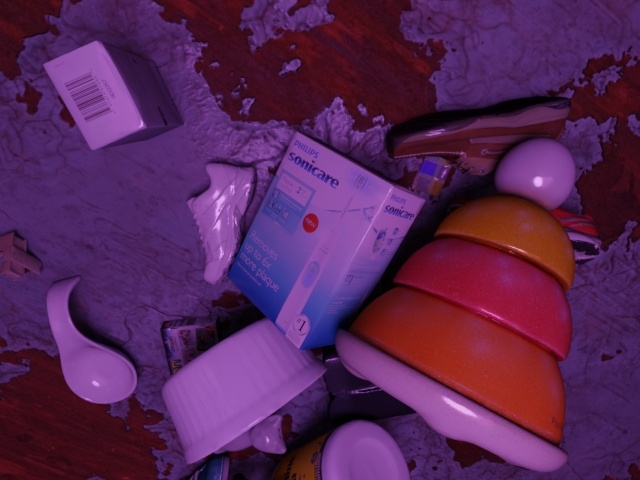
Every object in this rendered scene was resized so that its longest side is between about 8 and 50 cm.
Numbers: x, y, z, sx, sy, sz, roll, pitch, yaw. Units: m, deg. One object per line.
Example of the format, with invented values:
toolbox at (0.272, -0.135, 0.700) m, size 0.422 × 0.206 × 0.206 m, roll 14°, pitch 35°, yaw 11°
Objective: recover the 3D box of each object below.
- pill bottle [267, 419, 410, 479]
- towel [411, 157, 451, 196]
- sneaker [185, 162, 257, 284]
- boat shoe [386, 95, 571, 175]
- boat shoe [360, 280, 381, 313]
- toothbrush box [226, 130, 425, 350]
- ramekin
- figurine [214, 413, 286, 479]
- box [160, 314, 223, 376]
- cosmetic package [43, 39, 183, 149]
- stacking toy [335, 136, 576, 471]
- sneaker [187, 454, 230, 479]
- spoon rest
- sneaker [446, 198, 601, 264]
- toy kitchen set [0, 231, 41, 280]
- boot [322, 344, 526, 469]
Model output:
pill bottle at (0.010, 0.509, 0.854) m, size 0.188 × 0.187 × 0.334 m, roll 30°, pitch 130°, yaw -13°
towel at (0.218, -0.129, 0.806) m, size 0.060 × 0.009 × 0.083 m, roll 20°, pitch 105°, yaw -10°
sneaker at (-0.194, -0.035, 0.772) m, size 0.115 × 0.090 × 0.232 m, roll 15°, pitch 97°, yaw -2°
boat shoe at (0.284, -0.172, 0.742) m, size 0.324 × 0.122 × 0.119 m, roll -10°, pitch 114°, yaw -1°
boat shoe at (0.071, 0.086, 0.804) m, size 0.079 × 0.095 × 0.254 m, roll -4°, pitch 83°, yaw -19°
toothbrush box at (0.000, 0.000, 0.714) m, size 0.126 × 0.216 × 0.295 m, roll 10°, pitch 114°, yaw -54°
ramekin at (-0.139, 0.248, 0.741) m, size 0.277 × 0.277 × 0.135 m, roll -35°, pitch 78°, yaw 7°
figurine at (-0.135, 0.454, 0.835) m, size 0.210 × 0.092 × 0.214 m, roll -21°, pitch 70°, yaw 41°
box at (-0.257, 0.263, 0.880) m, size 0.114 × 0.036 × 0.206 m, roll -5°, pitch 108°, yaw -3°
cosmetic package at (-0.288, -0.210, 0.623) m, size 0.086 × 0.231 × 0.117 m, roll -22°, pitch 109°, yaw 3°
stacking toy at (0.272, 0.055, 0.657) m, size 0.351 × 0.351 × 0.479 m, roll 31°, pitch 81°, yaw -13°
sneaker at (-0.304, 0.604, 0.949) m, size 0.121 × 0.108 × 0.302 m, roll 23°, pitch 106°, yaw -16°
spoon rest at (-0.461, 0.212, 0.823) m, size 0.137 × 0.084 × 0.276 m, roll -16°, pitch 108°, yaw 1°
sneaker at (0.385, -0.034, 0.810) m, size 0.279 × 0.118 × 0.107 m, roll 15°, pitch 144°, yaw 9°
toy kitchen set at (-0.576, 0.045, 0.772) m, size 0.075 × 0.083 × 0.068 m, roll -20°, pitch 150°, yaw 2°
boot at (0.235, 0.345, 0.887) m, size 0.446 × 0.146 × 0.366 m, roll -8°, pitch 100°, yaw -5°
